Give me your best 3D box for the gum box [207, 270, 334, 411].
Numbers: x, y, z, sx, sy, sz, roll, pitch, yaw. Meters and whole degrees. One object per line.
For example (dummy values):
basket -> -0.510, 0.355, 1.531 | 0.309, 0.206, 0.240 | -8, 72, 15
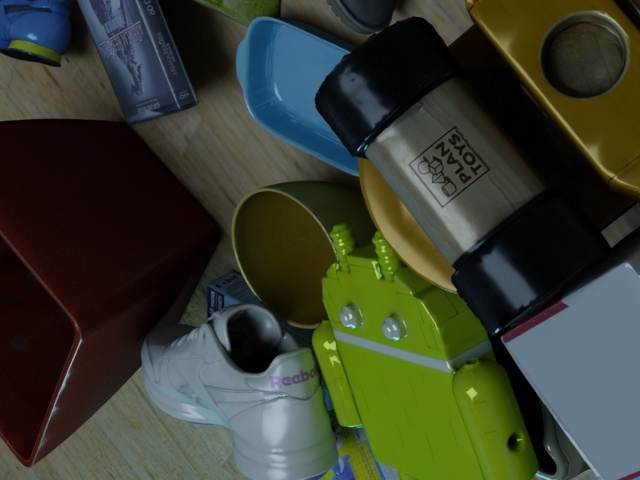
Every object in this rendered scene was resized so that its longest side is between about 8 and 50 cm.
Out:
gum box -> -0.041, 0.138, 1.262 | 0.184, 0.041, 0.157 | 28, 130, 33

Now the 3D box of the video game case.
video game case -> -0.205, -0.248, 1.171 | 0.196, 0.026, 0.274 | 3, 115, 67

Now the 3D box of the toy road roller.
toy road roller -> 0.174, -0.100, 0.822 | 0.329, 0.240, 0.202 | -40, 80, 12

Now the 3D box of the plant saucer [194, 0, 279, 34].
plant saucer -> -0.115, -0.293, 1.085 | 0.188, 0.045, 0.188 | 29, 131, 31

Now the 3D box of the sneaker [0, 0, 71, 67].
sneaker -> -0.332, -0.242, 1.335 | 0.209, 0.069, 0.082 | 16, 91, 50

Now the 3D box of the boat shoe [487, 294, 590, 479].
boat shoe -> 0.135, 0.055, 0.984 | 0.302, 0.103, 0.113 | 51, 140, 12

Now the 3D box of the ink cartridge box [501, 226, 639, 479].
ink cartridge box -> 0.241, 0.054, 0.818 | 0.127, 0.176, 0.128 | 55, 138, 5

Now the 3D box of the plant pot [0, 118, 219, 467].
plant pot -> -0.266, 0.025, 1.278 | 0.267, 0.235, 0.267 | 48, 138, 16

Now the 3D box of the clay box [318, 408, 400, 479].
clay box -> 0.030, 0.224, 1.153 | 0.222, 0.053, 0.127 | -35, 72, 47

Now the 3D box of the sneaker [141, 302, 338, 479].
sneaker -> -0.080, 0.113, 1.152 | 0.305, 0.114, 0.152 | 22, 122, 53

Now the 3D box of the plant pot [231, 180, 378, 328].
plant pot -> 0.000, 0.000, 1.098 | 0.134, 0.095, 0.134 | 24, 127, 36

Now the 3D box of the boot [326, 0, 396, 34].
boot -> 0.076, -0.259, 0.890 | 0.208, 0.076, 0.190 | -5, 109, 44

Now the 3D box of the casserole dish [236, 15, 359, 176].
casserole dish -> 0.003, -0.131, 1.065 | 0.188, 0.037, 0.114 | 29, 130, 31

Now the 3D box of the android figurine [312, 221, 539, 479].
android figurine -> 0.075, 0.111, 0.954 | 0.248, 0.056, 0.273 | 13, 125, 59

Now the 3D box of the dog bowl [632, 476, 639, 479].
dog bowl -> 0.348, 0.175, 0.858 | 0.297, 0.074, 0.166 | -25, 94, 50
